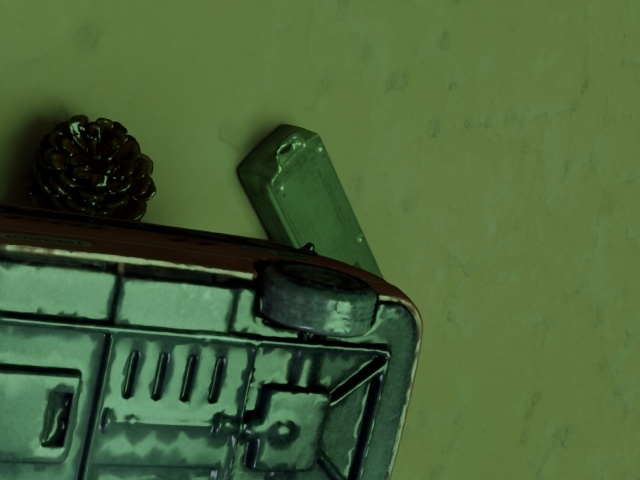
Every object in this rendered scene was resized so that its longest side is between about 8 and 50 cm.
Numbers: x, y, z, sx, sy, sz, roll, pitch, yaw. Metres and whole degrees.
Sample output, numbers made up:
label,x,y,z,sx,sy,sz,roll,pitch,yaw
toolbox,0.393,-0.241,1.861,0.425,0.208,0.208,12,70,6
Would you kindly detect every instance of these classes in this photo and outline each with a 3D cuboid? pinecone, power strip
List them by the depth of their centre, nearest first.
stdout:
label,x,y,z,sx,sy,sz,roll,pitch,yaw
pinecone,-0.173,-0.045,0.827,0.102,0.102,0.109,-54,169,-16
power strip,0.000,0.000,1.074,0.078,0.052,0.272,-47,135,-23

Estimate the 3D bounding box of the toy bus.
label,x,y,z,sx,sy,sz,roll,pitch,yaw
toy bus,-0.165,0.081,0.714,0.427,0.233,0.203,8,101,-28
